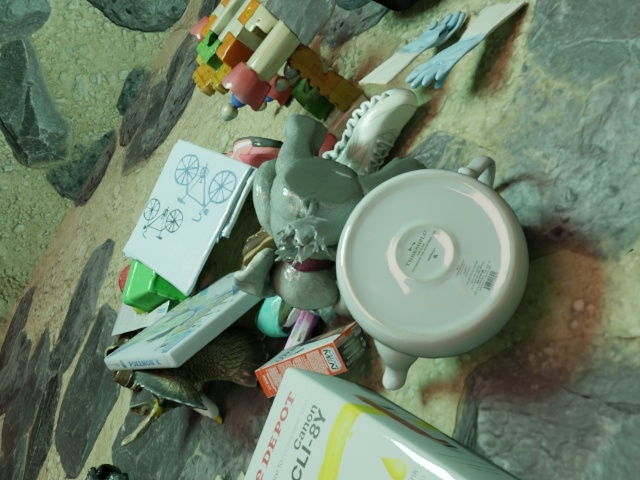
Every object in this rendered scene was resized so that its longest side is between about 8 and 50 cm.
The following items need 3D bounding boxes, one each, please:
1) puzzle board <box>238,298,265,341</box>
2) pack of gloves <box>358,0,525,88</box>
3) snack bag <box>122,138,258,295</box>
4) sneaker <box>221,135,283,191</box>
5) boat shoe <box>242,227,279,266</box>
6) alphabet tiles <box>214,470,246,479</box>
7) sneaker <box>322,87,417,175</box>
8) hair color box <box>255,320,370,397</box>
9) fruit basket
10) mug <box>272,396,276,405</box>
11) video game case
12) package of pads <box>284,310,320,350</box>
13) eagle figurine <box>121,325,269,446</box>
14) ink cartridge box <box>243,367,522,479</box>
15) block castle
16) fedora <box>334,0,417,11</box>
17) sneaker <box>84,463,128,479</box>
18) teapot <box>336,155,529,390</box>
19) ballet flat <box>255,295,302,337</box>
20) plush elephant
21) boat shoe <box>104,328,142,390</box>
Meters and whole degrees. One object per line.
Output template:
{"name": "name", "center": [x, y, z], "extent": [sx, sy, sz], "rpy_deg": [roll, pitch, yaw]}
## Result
{"name": "puzzle board", "center": [-0.134, 0.162, 1.194], "extent": [0.096, 0.011, 0.128], "rpy_deg": [-54, 36, 14]}
{"name": "pack of gloves", "center": [0.208, -0.319, 0.972], "extent": [0.232, 0.046, 0.195], "rpy_deg": [-42, 30, -14]}
{"name": "snack bag", "center": [-0.324, -0.063, 1.371], "extent": [0.323, 0.037, 0.343], "rpy_deg": [24, 87, 40]}
{"name": "sneaker", "center": [-0.189, -0.162, 1.414], "extent": [0.314, 0.116, 0.136], "rpy_deg": [-17, 77, 47]}
{"name": "boat shoe", "center": [-0.101, -0.006, 1.199], "extent": [0.207, 0.073, 0.073], "rpy_deg": [-25, 53, 43]}
{"name": "alphabet tiles", "center": [-0.188, 0.601, 0.993], "extent": [0.342, 0.011, 0.285], "rpy_deg": [-60, 34, 7]}
{"name": "sneaker", "center": [0.078, -0.151, 1.041], "extent": [0.292, 0.110, 0.118], "rpy_deg": [-45, 57, 27]}
{"name": "hair color box", "center": [-0.013, 0.192, 0.913], "extent": [0.167, 0.093, 0.053], "rpy_deg": [-26, 90, 31]}
{"name": "fruit basket", "center": [-0.461, 0.095, 1.565], "extent": [0.353, 0.165, 0.327], "rpy_deg": [-25, 50, 52]}
{"name": "mug", "center": [-0.036, 0.289, 0.935], "extent": [0.062, 0.064, 0.078], "rpy_deg": [-46, 39, 26]}
{"name": "video game case", "center": [-0.243, 0.149, 1.150], "extent": [0.300, 0.036, 0.329], "rpy_deg": [-17, 17, 48]}
{"name": "package of pads", "center": [-0.032, 0.166, 1.019], "extent": [0.032, 0.050, 0.083], "rpy_deg": [23, 88, 17]}
{"name": "eagle figurine", "center": [-0.265, 0.282, 1.143], "extent": [0.298, 0.225, 0.226], "rpy_deg": [-49, 28, 44]}
{"name": "ink cartridge box", "center": [0.062, 0.355, 0.677], "extent": [0.384, 0.160, 0.279], "rpy_deg": [15, 82, 56]}
{"name": "block castle", "center": [-0.111, -0.353, 1.231], "extent": [0.213, 0.303, 0.453], "rpy_deg": [-48, 37, 13]}
{"name": "fedora", "center": [0.170, -0.587, 1.125], "extent": [0.334, 0.152, 0.334], "rpy_deg": [-31, 49, 43]}
{"name": "sneaker", "center": [-0.548, 0.621, 1.387], "extent": [0.276, 0.097, 0.135], "rpy_deg": [-24, 52, 42]}
{"name": "teapot", "center": [0.152, 0.036, 0.749], "extent": [0.256, 0.187, 0.253], "rpy_deg": [-23, 68, 12]}
{"name": "ballet flat", "center": [-0.038, 0.073, 1.077], "extent": [0.087, 0.083, 0.247], "rpy_deg": [23, 88, 32]}
{"name": "plush elephant", "center": [0.000, 0.000, 0.928], "extent": [0.330, 0.271, 0.255], "rpy_deg": [-60, -13, -45]}
{"name": "boat shoe", "center": [-0.553, 0.309, 1.588], "extent": [0.095, 0.095, 0.257], "rpy_deg": [-58, 35, 10]}
